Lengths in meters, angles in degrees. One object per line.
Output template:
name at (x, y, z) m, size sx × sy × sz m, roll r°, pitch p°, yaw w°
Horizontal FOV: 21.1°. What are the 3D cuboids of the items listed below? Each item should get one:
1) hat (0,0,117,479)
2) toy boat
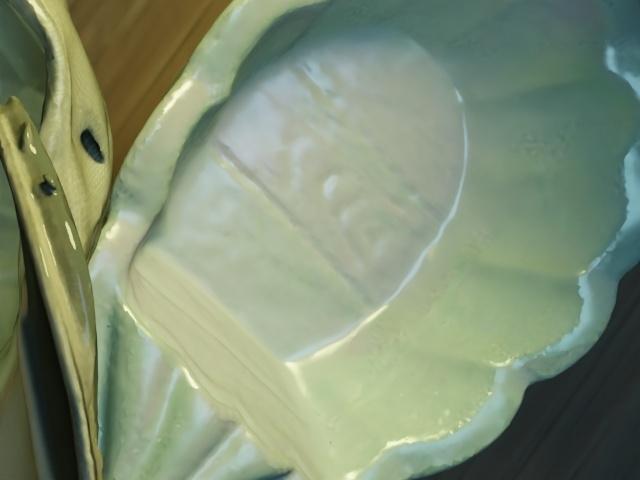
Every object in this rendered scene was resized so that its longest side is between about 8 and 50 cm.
hat at (-0.139, 0.023, 0.524) m, size 0.232 × 0.161 × 0.275 m, roll -21°, pitch 77°, yaw 24°
toy boat at (0.000, 0.000, 0.641) m, size 0.290 × 0.100 × 0.199 m, roll -48°, pitch 114°, yaw -7°
